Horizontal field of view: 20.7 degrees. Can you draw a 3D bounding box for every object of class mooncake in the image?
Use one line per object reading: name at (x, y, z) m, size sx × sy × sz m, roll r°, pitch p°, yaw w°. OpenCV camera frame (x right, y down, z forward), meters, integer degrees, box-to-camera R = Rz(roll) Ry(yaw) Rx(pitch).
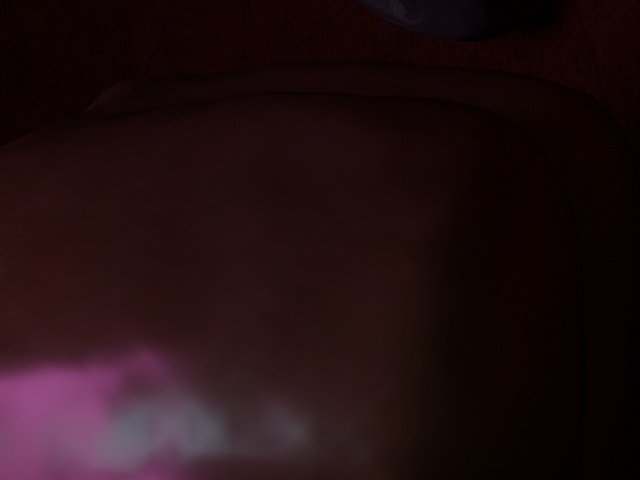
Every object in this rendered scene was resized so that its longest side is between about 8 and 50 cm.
mooncake at (0.006, 0.149, 0.768) m, size 0.467 × 0.262 × 0.467 m, roll 0°, pitch -90°, yaw -68°

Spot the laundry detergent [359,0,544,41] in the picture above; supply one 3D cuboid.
laundry detergent at (0.038, -0.197, 1.037) m, size 0.221 × 0.078 × 0.144 m, roll 21°, pitch 127°, yaw 49°
